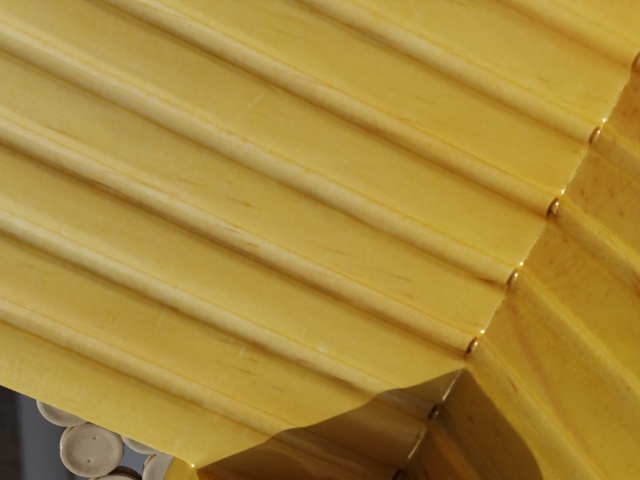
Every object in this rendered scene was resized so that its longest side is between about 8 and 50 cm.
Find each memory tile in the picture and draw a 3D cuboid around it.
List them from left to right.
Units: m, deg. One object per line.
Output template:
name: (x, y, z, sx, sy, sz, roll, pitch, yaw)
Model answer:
memory tile: (-0.080, 0.098, 0.746, 0.148, 0.113, 0.012, -21, -154, -2)

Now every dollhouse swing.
dollhouse swing: (0.000, 0.000, 0.482, 0.305, 0.347, 0.315, 22, -164, -26)
